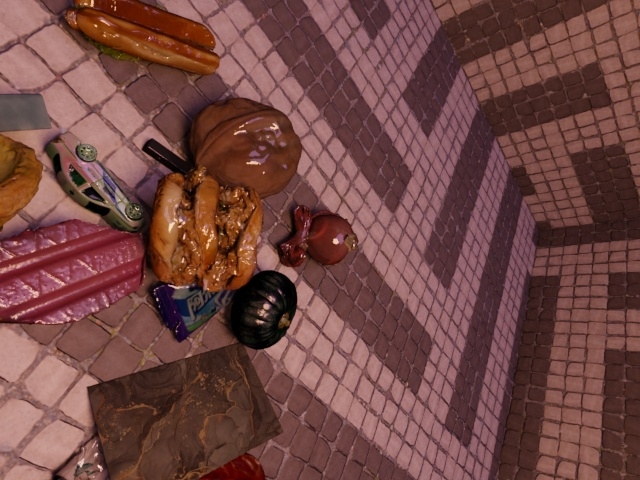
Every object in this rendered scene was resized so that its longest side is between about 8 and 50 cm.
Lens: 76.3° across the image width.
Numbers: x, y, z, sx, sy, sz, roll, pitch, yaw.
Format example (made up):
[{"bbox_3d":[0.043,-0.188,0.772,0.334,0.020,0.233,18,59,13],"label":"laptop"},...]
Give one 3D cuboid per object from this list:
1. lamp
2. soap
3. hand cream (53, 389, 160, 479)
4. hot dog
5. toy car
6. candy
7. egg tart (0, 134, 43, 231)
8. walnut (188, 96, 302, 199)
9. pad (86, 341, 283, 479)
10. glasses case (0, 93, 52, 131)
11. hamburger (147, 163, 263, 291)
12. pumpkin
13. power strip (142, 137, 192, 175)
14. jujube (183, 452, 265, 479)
[{"bbox_3d":[0.001,0.006,1.210,0.223,0.151,0.215,13,61,1],"label":"lamp"},{"bbox_3d":[-0.455,0.053,0.749,0.289,0.112,0.182,-30,105,-44],"label":"soap"},{"bbox_3d":[-0.406,0.403,0.790,0.257,0.050,0.084,-36,111,-49],"label":"hand cream"},{"bbox_3d":[-0.386,-0.459,0.914,0.337,0.100,0.135,-5,78,-47],"label":"hot dog"},{"bbox_3d":[-0.441,-0.099,0.799,0.076,0.090,0.224,-48,114,-38],"label":"toy car"},{"bbox_3d":[-0.261,0.110,0.972,0.275,0.070,0.145,-38,118,-46],"label":"candy"},{"bbox_3d":[-0.569,-0.070,0.599,0.294,0.294,0.123,-21,140,-45],"label":"egg tart"},{"bbox_3d":[-0.181,-0.222,0.991,0.273,0.227,0.273,3,85,-41],"label":"walnut"},{"bbox_3d":[-0.270,0.368,0.871,0.368,0.007,0.247,-6,56,-45],"label":"pad"},{"bbox_3d":[-0.588,-0.207,0.634,0.266,0.105,0.056,-29,143,-53],"label":"glasses case"},{"bbox_3d":[-0.239,-0.029,0.855,0.212,0.245,0.260,6,114,-18],"label":"hamburger"},{"bbox_3d":[-0.134,0.173,1.009,0.202,0.140,0.201,-49,150,-42],"label":"pumpkin"},{"bbox_3d":[-0.355,-0.190,0.943,0.111,0.038,0.029,37,60,-34],"label":"power strip"},{"bbox_3d":[-0.229,0.523,0.877,0.230,0.155,0.155,38,58,-29],"label":"jujube"}]
